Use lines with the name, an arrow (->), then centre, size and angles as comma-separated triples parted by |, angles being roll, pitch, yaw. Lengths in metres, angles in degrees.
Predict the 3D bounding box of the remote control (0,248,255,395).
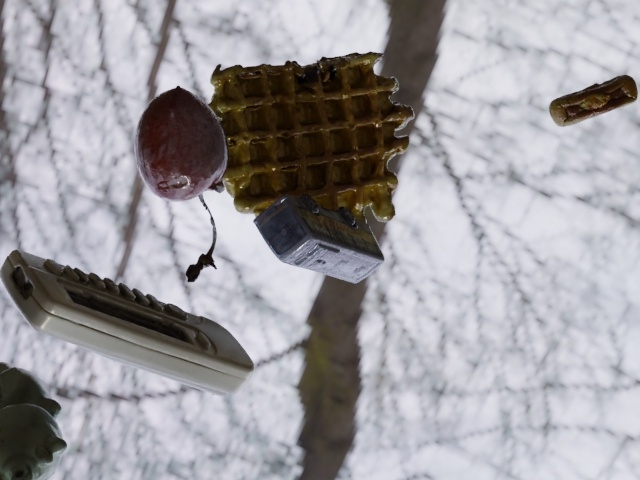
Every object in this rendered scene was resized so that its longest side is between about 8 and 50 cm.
remote control -> -0.155, 0.073, 1.504 | 0.230, 0.049, 0.090 | 24, -163, -41

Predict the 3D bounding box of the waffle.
waffle -> -0.014, -0.130, 2.249 | 0.309, 0.065, 0.283 | 43, -113, -31

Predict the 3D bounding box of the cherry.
cherry -> -0.134, -0.051, 1.879 | 0.090, 0.225, 0.107 | -3, -154, 10

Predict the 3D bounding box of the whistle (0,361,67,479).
whistle -> -0.306, 0.185, 1.832 | 0.110, 0.092, 0.244 | -30, -155, -4

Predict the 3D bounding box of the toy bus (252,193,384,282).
toy bus -> 0.000, 0.000, 2.141 | 0.190, 0.064, 0.075 | 16, -138, -59

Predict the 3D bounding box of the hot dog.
hot dog -> 0.271, -0.137, 1.842 | 0.090, 0.030, 0.034 | -20, -169, 6
